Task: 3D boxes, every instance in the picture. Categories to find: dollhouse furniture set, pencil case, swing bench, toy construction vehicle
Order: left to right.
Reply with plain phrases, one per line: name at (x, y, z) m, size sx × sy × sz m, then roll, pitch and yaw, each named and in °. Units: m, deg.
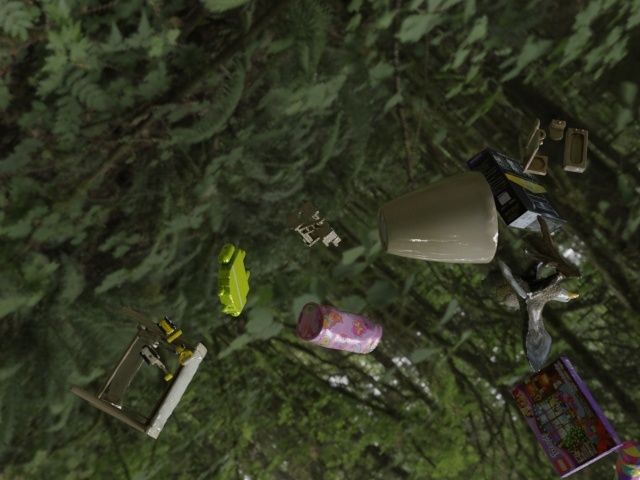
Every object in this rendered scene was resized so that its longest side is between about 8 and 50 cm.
swing bench at (-0.457, 0.351, 1.825) m, size 0.253 × 0.255 × 0.165 m, roll -60°, pitch 165°, yaw -21°
toy construction vehicle at (-0.296, 0.208, 1.345) m, size 0.086 × 0.098 × 0.035 m, roll -41°, pitch -177°, yaw -7°
dollhouse furniture set at (0.000, 0.000, 2.154) m, size 0.101 × 0.161 × 0.182 m, roll -39°, pitch 140°, yaw 1°
pencil case at (0.058, 0.266, 2.110) m, size 0.284 × 0.124 × 0.124 m, roll 18°, pitch 125°, yaw -44°
dollhouse furniture set at (0.605, -0.249, 1.762) m, size 0.123 × 0.151 × 0.144 m, roll 86°, pitch 15°, yaw -67°
pencil case at (0.984, 0.749, 2.220) m, size 0.104 × 0.104 × 0.236 m, roll -49°, pitch 141°, yaw -46°

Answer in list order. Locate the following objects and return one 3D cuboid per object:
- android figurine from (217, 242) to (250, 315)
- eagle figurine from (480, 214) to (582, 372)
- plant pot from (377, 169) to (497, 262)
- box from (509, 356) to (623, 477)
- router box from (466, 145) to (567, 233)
android figurine at (-0.301, 0.141, 2.401) m, size 0.056 × 0.248 × 0.273 m, roll -3°, pitch -152°, yaw 11°
eagle figurine at (0.480, 0.136, 1.603) m, size 0.226 × 0.225 × 0.298 m, roll -51°, pitch 166°, yaw -47°
plant pot at (0.300, -0.046, 1.891) m, size 0.274 × 0.256 × 0.256 m, roll -8°, pitch 178°, yaw -6°
box at (0.725, 0.525, 2.088) m, size 0.057 × 0.293 × 0.201 m, roll 13°, pitch 132°, yaw -47°
router box at (0.597, -0.145, 2.118) m, size 0.081 × 0.243 × 0.309 m, roll -41°, pitch 151°, yaw 29°
